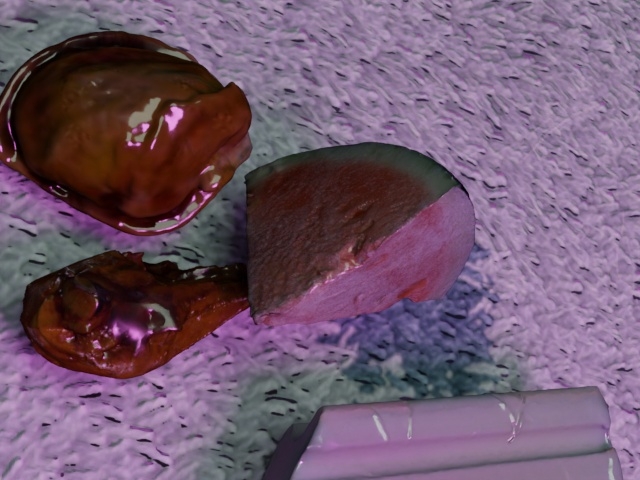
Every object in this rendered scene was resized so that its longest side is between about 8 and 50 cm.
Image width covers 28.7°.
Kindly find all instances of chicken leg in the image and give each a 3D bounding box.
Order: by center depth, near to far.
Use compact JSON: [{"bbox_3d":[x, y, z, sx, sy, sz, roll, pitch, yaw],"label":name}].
[{"bbox_3d":[-0.087,0.047,0.978,0.304,0.113,0.093,-9,105,-37],"label":"chicken leg"}]

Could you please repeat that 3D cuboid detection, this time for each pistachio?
[{"bbox_3d":[-0.151,-0.087,0.978,0.210,0.130,0.165,-1,75,-22],"label":"pistachio"}]

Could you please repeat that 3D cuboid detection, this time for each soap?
[{"bbox_3d":[0.088,0.236,1.000,0.347,0.115,0.208,0,71,-31],"label":"soap"}]

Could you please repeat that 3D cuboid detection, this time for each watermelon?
[{"bbox_3d":[0.011,-0.021,0.970,0.207,0.136,0.202,22,20,22],"label":"watermelon"}]
